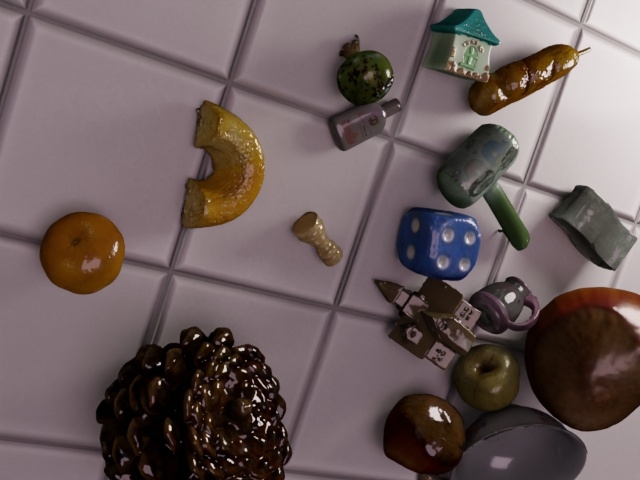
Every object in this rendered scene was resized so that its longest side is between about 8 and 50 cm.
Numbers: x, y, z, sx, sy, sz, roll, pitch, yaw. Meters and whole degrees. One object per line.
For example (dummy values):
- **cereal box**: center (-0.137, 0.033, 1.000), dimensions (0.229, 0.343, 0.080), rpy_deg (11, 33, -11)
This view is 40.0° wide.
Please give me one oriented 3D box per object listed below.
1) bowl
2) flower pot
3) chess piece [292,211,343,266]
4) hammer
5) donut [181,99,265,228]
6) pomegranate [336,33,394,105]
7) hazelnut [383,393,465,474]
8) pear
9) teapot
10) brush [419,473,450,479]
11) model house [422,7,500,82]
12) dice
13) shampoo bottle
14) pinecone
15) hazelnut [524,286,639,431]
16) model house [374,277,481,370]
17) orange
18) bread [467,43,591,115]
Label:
- **bowl**: center (0.473, 0.511, 2.190), dimensions (0.345, 0.157, 0.346), rpy_deg (-4, 130, -5)
- **flower pot**: center (0.682, -0.033, 2.200), dimensions (0.229, 0.103, 0.108), rpy_deg (43, 83, -28)
- **chess piece**: center (0.000, 0.000, 1.898), dimensions (0.066, 0.066, 0.122), rpy_deg (-47, 123, -8)
- **hammer**: center (0.409, -0.100, 2.052), dimensions (0.206, 0.119, 0.335), rpy_deg (-44, 125, -9)
- **donut**: center (-0.180, -0.141, 1.756), dimensions (0.152, 0.101, 0.259), rpy_deg (4, 98, -33)
- **pomegranate**: center (0.085, -0.354, 1.823), dimensions (0.122, 0.122, 0.161), rpy_deg (-15, 73, -22)
- **hazelnut**: center (0.240, 0.469, 2.090), dimensions (0.208, 0.208, 0.208), rpy_deg (-7, 107, -24)
- **pear**: center (0.406, 0.335, 2.133), dimensions (0.167, 0.167, 0.137), rpy_deg (-34, 143, -14)
- **teapot**: center (0.450, 0.149, 2.119), dimensions (0.146, 0.148, 0.116), rpy_deg (-33, 108, -29)
- **brush**: center (0.362, 0.645, 2.275), dimensions (0.299, 0.039, 0.042), rpy_deg (28, 94, -33)
- **model house**: center (0.309, -0.429, 1.909), dimensions (0.127, 0.100, 0.149), rpy_deg (9, 98, -28)
- **dice**: center (0.264, 0.005, 1.981), dimensions (0.146, 0.143, 0.146), rpy_deg (7, 101, -28)
- **shampoo bottle**: center (0.099, -0.258, 1.885), dimensions (0.165, 0.040, 0.080), rpy_deg (-28, 113, -16)
- **pinecone**: center (-0.251, 0.381, 1.727), dimensions (0.397, 0.397, 0.398), rpy_deg (-7, 107, -24)
- **hazelnut**: center (0.659, 0.270, 2.133), dimensions (0.365, 0.366, 0.366), rpy_deg (-7, 107, -24)
- **model house**: center (0.226, 0.162, 2.013), dimensions (0.248, 0.176, 0.181), rpy_deg (33, 89, -13)
- **orange**: center (-0.442, 0.026, 1.642), dimensions (0.159, 0.159, 0.136), rpy_deg (-36, 160, -13)
- **bread**: center (0.479, -0.380, 2.005), dimensions (0.344, 0.124, 0.084), rpy_deg (-27, 88, -18)
